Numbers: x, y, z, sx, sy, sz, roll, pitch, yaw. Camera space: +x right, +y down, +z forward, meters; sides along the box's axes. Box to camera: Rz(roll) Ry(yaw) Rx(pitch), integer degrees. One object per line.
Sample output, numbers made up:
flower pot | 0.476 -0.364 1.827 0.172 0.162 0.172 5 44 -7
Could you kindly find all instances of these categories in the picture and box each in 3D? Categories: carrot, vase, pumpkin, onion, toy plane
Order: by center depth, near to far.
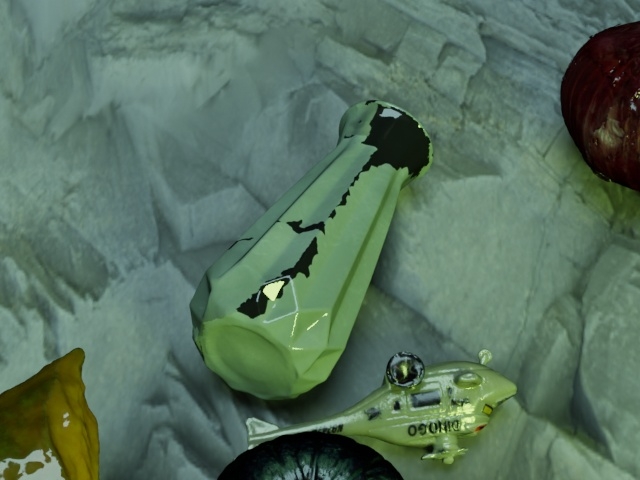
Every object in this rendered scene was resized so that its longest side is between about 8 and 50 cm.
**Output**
carrot | -0.300 0.274 1.276 0.340 0.241 0.241 -28 51 -18
pumpkin | -0.011 0.266 1.335 0.202 0.140 0.202 0 62 -1
toy plane | 0.052 0.173 1.463 0.286 0.092 0.108 -7 72 -6
vase | 0.000 0.000 1.581 0.165 0.165 0.360 16 46 17
onion | 0.386 -0.165 1.663 0.252 0.219 0.252 2 39 -1
